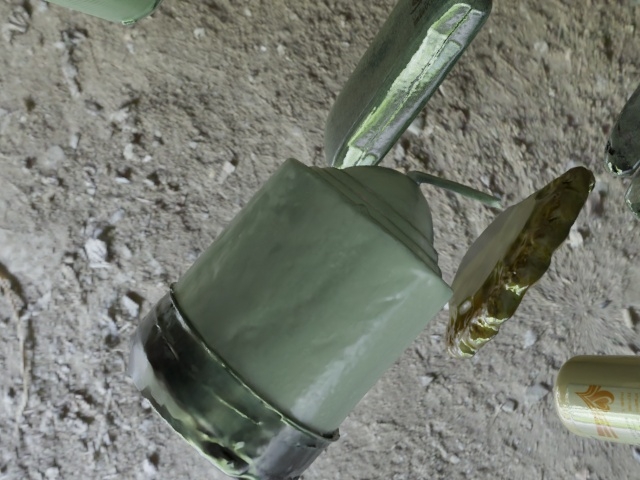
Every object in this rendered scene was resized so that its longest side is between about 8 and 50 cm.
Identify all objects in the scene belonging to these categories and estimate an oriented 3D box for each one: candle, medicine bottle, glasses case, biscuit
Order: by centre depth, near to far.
[{"bbox_3d":[-0.010,0.053,0.639,0.221,0.221,0.342,41,89,20],"label":"candle"},{"bbox_3d":[0.421,0.199,0.809,0.252,0.114,0.114,-15,76,58],"label":"medicine bottle"},{"bbox_3d":[0.104,-0.225,0.881,0.323,0.074,0.131,-53,29,40],"label":"glasses case"},{"bbox_3d":[0.287,0.024,0.992,0.078,0.329,0.335,35,107,3],"label":"biscuit"}]

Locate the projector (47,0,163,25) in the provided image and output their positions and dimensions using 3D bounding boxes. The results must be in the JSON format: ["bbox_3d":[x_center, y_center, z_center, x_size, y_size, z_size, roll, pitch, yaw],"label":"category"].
[{"bbox_3d":[-0.237,-0.253,0.531,0.108,0.337,0.108,2,100,11],"label":"projector"}]

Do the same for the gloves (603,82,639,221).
[{"bbox_3d":[0.206,-0.081,0.316,0.119,0.285,0.142,-26,51,8],"label":"gloves"}]
